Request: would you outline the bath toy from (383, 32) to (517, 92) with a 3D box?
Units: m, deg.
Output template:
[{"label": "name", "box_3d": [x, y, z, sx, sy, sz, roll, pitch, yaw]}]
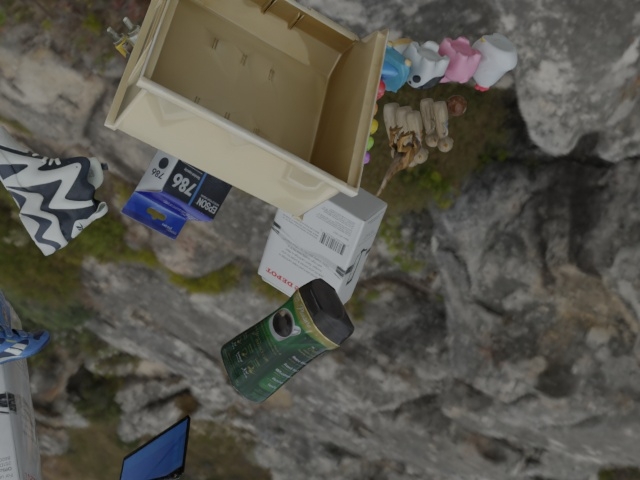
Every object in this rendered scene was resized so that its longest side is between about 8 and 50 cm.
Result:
[{"label": "bath toy", "box_3d": [0.255, -0.368, 1.797, 0.151, 0.348, 0.129, 58, 144, 34]}]

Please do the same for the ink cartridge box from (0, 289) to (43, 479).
[{"label": "ink cartridge box", "box_3d": [-0.606, 0.303, 1.503, 0.166, 0.395, 0.285, -11, 161, -13]}]

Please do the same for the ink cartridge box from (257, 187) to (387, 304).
[{"label": "ink cartridge box", "box_3d": [0.000, 0.000, 1.377, 0.148, 0.086, 0.203, 32, 126, 17]}]

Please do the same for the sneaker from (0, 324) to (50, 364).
[{"label": "sneaker", "box_3d": [-0.505, 0.163, 1.375, 0.053, 0.144, 0.059, 9, 108, 44]}]

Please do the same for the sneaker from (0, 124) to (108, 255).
[{"label": "sneaker", "box_3d": [-0.417, -0.108, 1.330, 0.235, 0.153, 0.094, 55, 165, 22]}]

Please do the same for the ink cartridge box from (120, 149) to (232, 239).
[{"label": "ink cartridge box", "box_3d": [-0.207, -0.155, 1.519, 0.065, 0.333, 0.165, 30, 179, 32]}]

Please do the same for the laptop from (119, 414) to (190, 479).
[{"label": "laptop", "box_3d": [-0.414, 0.491, 1.800, 0.234, 0.137, 0.264, -36, 158, 25]}]

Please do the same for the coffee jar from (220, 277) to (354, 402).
[{"label": "coffee jar", "box_3d": [-0.044, 0.138, 1.182, 0.079, 0.184, 0.096, 39, -161, -48]}]

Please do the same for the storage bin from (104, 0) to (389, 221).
[{"label": "storage bin", "box_3d": [-0.073, -0.196, 0.976, 0.262, 0.261, 0.123, 25, 150, -23]}]

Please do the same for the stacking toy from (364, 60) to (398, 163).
[{"label": "stacking toy", "box_3d": [0.045, -0.190, 1.620, 0.175, 0.302, 0.165, -2, 180, -34]}]

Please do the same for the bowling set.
[{"label": "bowling set", "box_3d": [0.283, -0.273, 2.135, 0.287, 0.199, 0.154, -114, 13, -73]}]

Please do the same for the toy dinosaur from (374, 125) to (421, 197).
[{"label": "toy dinosaur", "box_3d": [0.166, -0.171, 1.758, 0.064, 0.211, 0.112, 11, 131, 34]}]

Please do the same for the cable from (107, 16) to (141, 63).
[{"label": "cable", "box_3d": [-0.295, -0.310, 1.661, 0.139, 0.072, 0.287, 2, 144, 33]}]
